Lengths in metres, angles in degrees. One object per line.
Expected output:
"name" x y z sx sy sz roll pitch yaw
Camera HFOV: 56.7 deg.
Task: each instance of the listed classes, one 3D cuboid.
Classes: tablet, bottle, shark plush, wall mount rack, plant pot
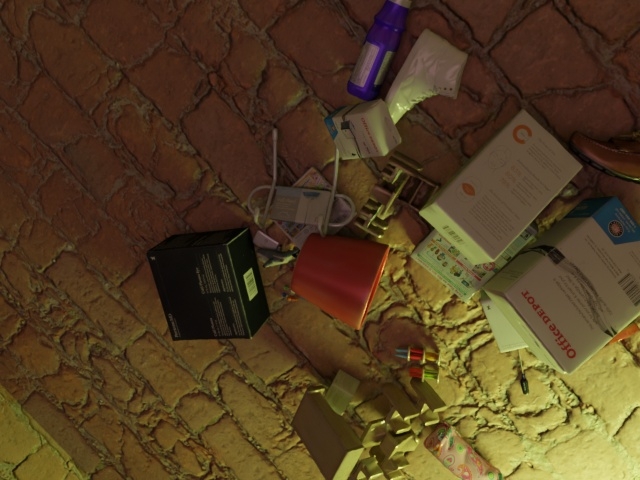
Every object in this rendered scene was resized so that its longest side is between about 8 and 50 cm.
"tablet" -0.186 0.007 2.007 0.083 0.006 0.054 32 116 4
"bottle" 0.163 -0.528 1.627 0.092 0.118 0.283 26 117 8
"shark plush" -0.135 0.045 1.976 0.161 0.073 0.067 -15 85 25
"wall mount rack" -0.061 -0.172 1.807 0.350 0.130 0.304 8 72 13
"plant pot" 0.054 0.105 1.816 0.243 0.275 0.275 19 115 8

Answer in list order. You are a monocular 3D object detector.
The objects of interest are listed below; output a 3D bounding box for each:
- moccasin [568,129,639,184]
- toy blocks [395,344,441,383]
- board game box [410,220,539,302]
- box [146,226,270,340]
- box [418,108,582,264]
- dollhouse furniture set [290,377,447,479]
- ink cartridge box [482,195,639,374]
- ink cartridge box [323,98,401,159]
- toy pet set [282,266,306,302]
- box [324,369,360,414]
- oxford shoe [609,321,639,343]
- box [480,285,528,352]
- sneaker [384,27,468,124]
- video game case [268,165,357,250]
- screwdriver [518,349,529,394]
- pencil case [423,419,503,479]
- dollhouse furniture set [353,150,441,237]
"moccasin" 0.832 -0.216 1.518 0.380 0.139 0.147 20 109 13
"toy blocks" 0.321 0.409 1.966 0.148 0.054 0.123 5 111 16
"board game box" 0.448 0.000 1.747 0.224 0.097 0.303 41 115 1
"box" -0.376 0.151 2.027 0.312 0.179 0.343 -5 108 20
"box" 0.465 -0.133 1.557 0.215 0.168 0.345 45 83 2
"dollhouse furniture set" 0.143 0.616 1.977 0.256 0.394 0.362 48 126 41
"ink cartridge box" 0.684 0.115 1.585 0.395 0.166 0.285 -39 95 -3
"ink cartridge box" 0.117 -0.312 1.684 0.191 0.082 0.139 6 130 55
"toy pet set" -0.075 0.170 1.999 0.114 0.065 0.122 21 115 10
"box" 0.071 0.528 2.067 0.087 0.102 0.101 30 115 8
"oxford shoe" 0.786 0.278 1.758 0.271 0.097 0.098 -31 78 21
"box" 0.594 0.212 1.767 0.181 0.119 0.182 -19 103 24
"sneaker" 0.288 -0.410 1.638 0.169 0.108 0.292 32 115 8
"video game case" -0.031 -0.089 1.900 0.227 0.026 0.206 -42 94 22
"screwdriver" 0.643 0.411 1.881 0.025 0.024 0.170 7 113 47
"pencil case" 0.484 0.742 2.005 0.284 0.124 0.124 44 117 0
"dollhouse furniture set" 0.234 -0.127 1.687 0.161 0.242 0.212 30 117 5
